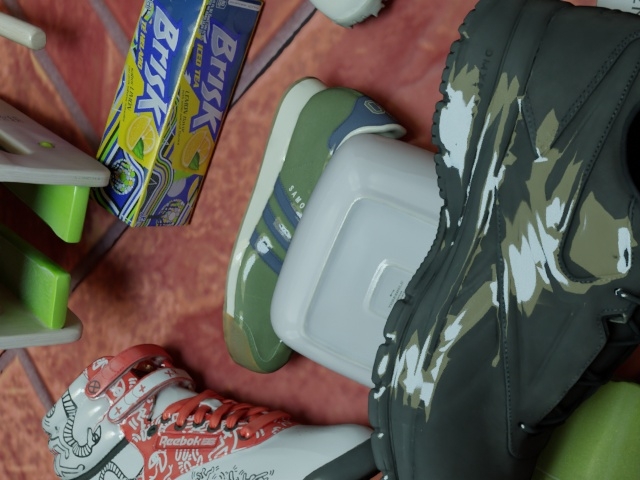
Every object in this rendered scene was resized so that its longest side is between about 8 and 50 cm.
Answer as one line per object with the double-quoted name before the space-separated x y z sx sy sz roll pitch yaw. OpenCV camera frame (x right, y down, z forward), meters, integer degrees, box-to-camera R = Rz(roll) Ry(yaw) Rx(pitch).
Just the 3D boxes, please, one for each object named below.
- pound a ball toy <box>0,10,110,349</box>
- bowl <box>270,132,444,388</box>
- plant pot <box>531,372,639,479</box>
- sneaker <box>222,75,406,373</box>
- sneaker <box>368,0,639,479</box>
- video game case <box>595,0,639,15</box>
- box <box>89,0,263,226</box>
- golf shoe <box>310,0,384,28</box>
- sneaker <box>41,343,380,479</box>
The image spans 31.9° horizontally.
"pound a ball toy" -0.281 -0.078 0.813 0.319 0.135 0.208 30 113 46
"bowl" 0.048 0.024 0.631 0.142 0.053 0.142 24 105 3
"plant pot" 0.151 0.110 0.587 0.083 0.083 0.079 19 90 34
"sneaker" 0.000 0.000 0.690 0.086 0.064 0.192 20 100 38
"sneaker" 0.106 0.028 0.521 0.130 0.109 0.286 15 102 28
"video game case" 0.252 -0.069 0.506 0.269 0.061 0.244 16 102 37
"box" -0.101 -0.096 0.763 0.054 0.059 0.169 30 108 31
"golf shoe" -0.018 -0.212 0.686 0.069 0.086 0.176 -29 77 31
"sneaker" -0.085 0.128 0.741 0.270 0.090 0.145 -28 78 35
